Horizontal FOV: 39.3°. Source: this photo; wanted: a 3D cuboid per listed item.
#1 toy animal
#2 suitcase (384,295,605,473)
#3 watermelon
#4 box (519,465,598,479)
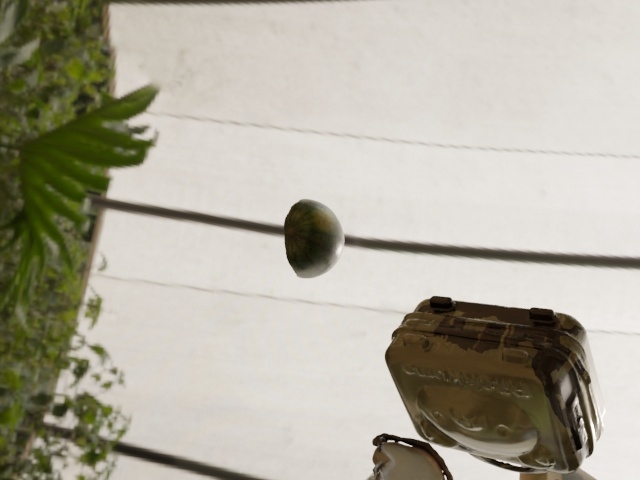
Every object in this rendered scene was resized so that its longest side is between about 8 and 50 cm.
[{"bbox_3d":[0.102,0.454,1.313,0.183,0.247,0.310,-102,-164,-60],"label":"toy animal"},{"bbox_3d":[0.307,0.275,1.545,0.351,0.339,0.194,5,-138,37],"label":"suitcase"},{"bbox_3d":[-0.003,-0.001,2.320,0.232,0.127,0.204,47,51,-55],"label":"watermelon"},{"bbox_3d":[0.500,0.537,1.769,0.095,0.212,0.168,-51,-170,33],"label":"box"}]
